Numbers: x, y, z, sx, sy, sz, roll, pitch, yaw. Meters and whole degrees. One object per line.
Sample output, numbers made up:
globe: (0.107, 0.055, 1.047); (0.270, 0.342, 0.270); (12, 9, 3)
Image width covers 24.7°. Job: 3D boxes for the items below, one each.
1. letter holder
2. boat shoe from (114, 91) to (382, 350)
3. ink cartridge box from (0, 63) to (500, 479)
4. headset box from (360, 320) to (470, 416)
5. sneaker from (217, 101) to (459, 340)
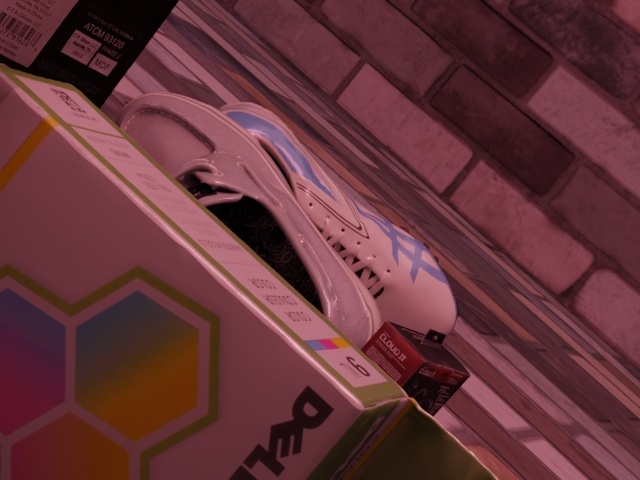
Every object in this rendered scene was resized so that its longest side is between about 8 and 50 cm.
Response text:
letter holder: (-0.249, -0.232, 0.912); (0.214, 0.152, 0.302); (42, 9, 30)
boat shoe: (-0.053, -0.014, 0.849); (0.227, 0.079, 0.081); (47, 7, 23)
ink cartridge box: (-0.049, 0.055, 0.433); (0.209, 0.109, 0.062); (42, 10, 12)
headset box: (0.034, 0.078, 0.736); (0.032, 0.083, 0.062); (45, 11, 28)
sneaker: (0.000, 0.000, 1.047); (0.237, 0.085, 0.086); (42, 35, -10)
